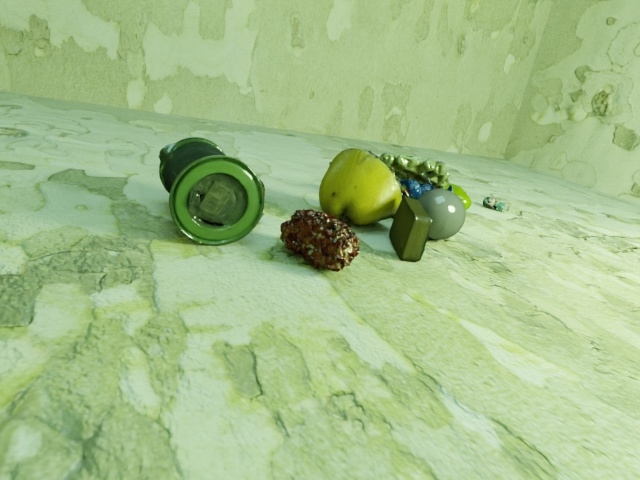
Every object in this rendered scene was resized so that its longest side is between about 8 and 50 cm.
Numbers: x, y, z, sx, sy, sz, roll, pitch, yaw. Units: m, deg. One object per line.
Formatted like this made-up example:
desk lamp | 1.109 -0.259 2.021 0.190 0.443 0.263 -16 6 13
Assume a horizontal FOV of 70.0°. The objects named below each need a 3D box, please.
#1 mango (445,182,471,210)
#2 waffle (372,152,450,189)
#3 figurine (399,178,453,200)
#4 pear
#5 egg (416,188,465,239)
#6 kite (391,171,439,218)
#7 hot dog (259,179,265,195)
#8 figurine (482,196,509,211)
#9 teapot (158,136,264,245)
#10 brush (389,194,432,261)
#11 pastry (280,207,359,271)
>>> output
mango | 0.489 -0.162 1.710 0.117 0.089 0.163 7 21 -10
waffle | 0.277 -0.204 1.554 0.310 0.056 0.291 7 -22 6
figurine | 0.301 -0.128 1.493 0.263 0.120 0.164 -1 -22 23
pear | 0.082 -0.128 1.308 0.267 0.266 0.178 26 49 36
egg | 0.340 -0.074 1.312 0.147 0.146 0.199 18 2 20
kite | 0.300 -0.108 1.425 0.160 0.183 0.010 54 12 -7
hot dog | -0.201 -0.143 1.356 0.072 0.055 0.188 4 21 -8
figurine | 0.709 -0.147 1.847 0.106 0.047 0.060 24 32 27
teapot | -0.259 -0.127 1.121 0.271 0.200 0.337 29 7 -32
brush | 0.231 -0.034 1.181 0.059 0.123 0.197 13 21 -5
pastry | 0.000 -0.002 1.010 0.097 0.115 0.209 7 14 -47
